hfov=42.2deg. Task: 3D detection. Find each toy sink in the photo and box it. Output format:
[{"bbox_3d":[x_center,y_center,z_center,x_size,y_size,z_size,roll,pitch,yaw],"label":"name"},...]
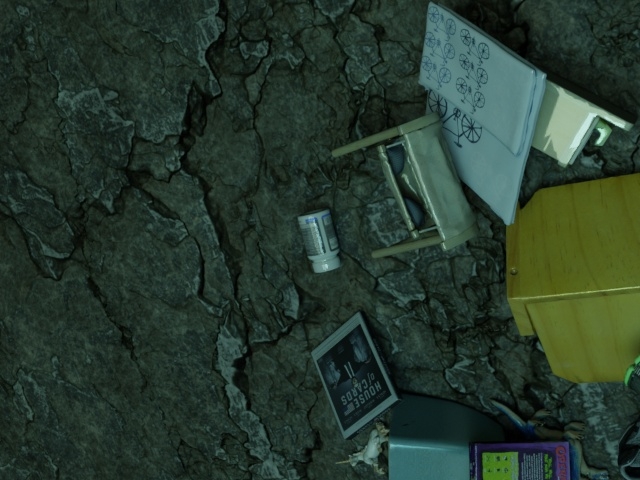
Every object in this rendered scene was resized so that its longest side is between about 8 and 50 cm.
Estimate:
[{"bbox_3d":[0.465,-0.229,1.592,0.234,0.153,0.131,31,115,13],"label":"toy sink"}]

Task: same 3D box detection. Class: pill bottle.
[{"bbox_3d":[0.000,0.000,1.906,0.078,0.078,0.137,-10,99,26],"label":"pill bottle"}]

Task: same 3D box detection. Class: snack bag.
[{"bbox_3d":[0.288,-0.242,1.590,0.323,0.037,0.342,50,150,40],"label":"snack bag"}]

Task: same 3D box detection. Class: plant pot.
[{"bbox_3d":[0.283,0.501,1.834,0.252,0.247,0.248,0,105,8],"label":"plant pot"}]

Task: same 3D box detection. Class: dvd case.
[{"bbox_3d":[0.080,0.311,1.915,0.179,0.029,0.238,-43,51,27],"label":"dvd case"}]

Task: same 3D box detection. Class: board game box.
[{"bbox_3d":[0.408,0.584,1.680,0.208,0.056,0.347,1,82,-6],"label":"board game box"}]

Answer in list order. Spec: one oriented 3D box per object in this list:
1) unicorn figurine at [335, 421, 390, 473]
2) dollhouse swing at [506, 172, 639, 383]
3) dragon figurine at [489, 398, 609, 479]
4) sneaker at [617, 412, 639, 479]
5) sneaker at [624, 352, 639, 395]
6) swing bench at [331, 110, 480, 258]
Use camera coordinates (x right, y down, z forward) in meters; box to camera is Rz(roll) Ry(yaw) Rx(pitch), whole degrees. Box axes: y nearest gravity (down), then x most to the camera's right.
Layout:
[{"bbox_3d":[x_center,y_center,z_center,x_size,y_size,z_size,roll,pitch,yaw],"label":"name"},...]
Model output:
[{"bbox_3d":[0.122,0.510,1.995,0.060,0.111,0.162,30,95,-28],"label":"unicorn figurine"},{"bbox_3d":[0.588,0.087,1.674,0.347,0.305,0.315,-9,59,27],"label":"dollhouse swing"},{"bbox_3d":[0.489,0.452,1.803,0.289,0.085,0.144,17,110,18],"label":"dragon figurine"},{"bbox_3d":[0.669,0.386,1.646,0.101,0.153,0.268,21,123,13],"label":"sneaker"},{"bbox_3d":[0.792,0.299,1.489,0.483,0.202,0.185,17,122,-1],"label":"sneaker"},{"bbox_3d":[0.192,-0.113,1.684,0.255,0.165,0.253,-10,102,57],"label":"swing bench"}]
